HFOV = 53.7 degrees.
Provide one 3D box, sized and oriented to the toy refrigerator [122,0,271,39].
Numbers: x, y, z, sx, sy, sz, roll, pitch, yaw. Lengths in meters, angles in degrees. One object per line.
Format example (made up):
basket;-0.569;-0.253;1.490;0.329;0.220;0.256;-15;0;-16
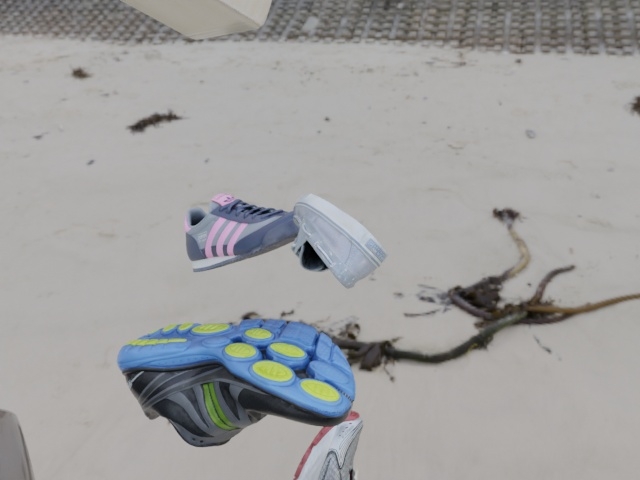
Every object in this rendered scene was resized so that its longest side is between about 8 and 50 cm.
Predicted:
toy refrigerator;-0.061;-0.273;0.384;0.102;0.269;0.094;18;-4;-42

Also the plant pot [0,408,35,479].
plant pot;-0.324;0.275;0.455;0.323;0.323;0.280;-6;69;-7

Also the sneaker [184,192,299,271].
sneaker;-0.145;-0.030;1.134;0.319;0.131;0.112;-16;1;40

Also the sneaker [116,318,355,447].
sneaker;-0.055;0.097;0.419;0.188;0.078;0.067;-4;17;34

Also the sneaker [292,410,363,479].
sneaker;0.024;0.267;0.587;0.093;0.225;0.088;6;8;21

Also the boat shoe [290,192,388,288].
boat shoe;0.001;0.001;0.805;0.081;0.079;0.227;-45;26;-6
